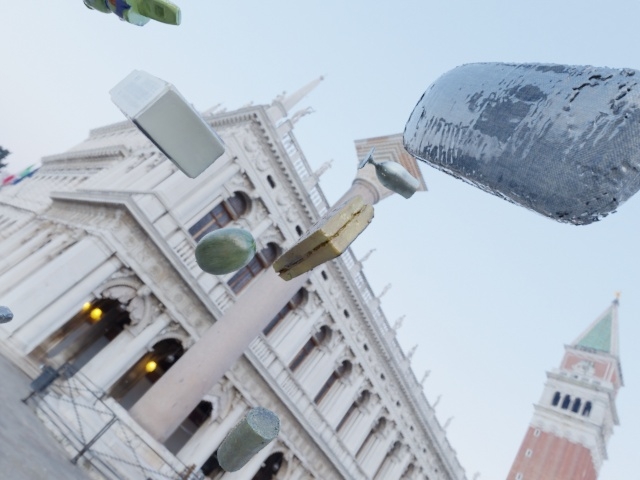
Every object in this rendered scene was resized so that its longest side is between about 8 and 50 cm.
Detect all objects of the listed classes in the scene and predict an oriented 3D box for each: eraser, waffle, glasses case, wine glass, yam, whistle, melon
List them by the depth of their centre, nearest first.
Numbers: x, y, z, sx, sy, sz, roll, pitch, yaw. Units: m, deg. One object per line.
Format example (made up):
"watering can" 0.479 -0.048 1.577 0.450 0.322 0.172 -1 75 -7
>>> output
"glasses case" 0.156 -0.098 0.370 0.067 0.109 0.282 27 13 -22
"yam" -0.108 0.292 0.623 0.054 0.054 0.132 40 -57 6
"eraser" -0.264 -0.202 0.706 0.279 0.081 0.124 37 -10 50
"whistle" -0.367 -0.459 0.797 0.227 0.085 0.105 25 -43 4
"melon" -0.239 0.027 1.052 0.167 0.114 0.114 -20 -59 14
"waffle" 0.000 0.000 1.262 0.098 0.224 0.327 52 -37 -6
"wine glass" 0.252 -0.242 1.555 0.222 0.103 0.103 34 -28 -8

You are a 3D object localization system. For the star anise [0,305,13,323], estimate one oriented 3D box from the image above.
"star anise" -0.633 0.100 0.625 0.139 0.315 0.360 -165 -109 -67
